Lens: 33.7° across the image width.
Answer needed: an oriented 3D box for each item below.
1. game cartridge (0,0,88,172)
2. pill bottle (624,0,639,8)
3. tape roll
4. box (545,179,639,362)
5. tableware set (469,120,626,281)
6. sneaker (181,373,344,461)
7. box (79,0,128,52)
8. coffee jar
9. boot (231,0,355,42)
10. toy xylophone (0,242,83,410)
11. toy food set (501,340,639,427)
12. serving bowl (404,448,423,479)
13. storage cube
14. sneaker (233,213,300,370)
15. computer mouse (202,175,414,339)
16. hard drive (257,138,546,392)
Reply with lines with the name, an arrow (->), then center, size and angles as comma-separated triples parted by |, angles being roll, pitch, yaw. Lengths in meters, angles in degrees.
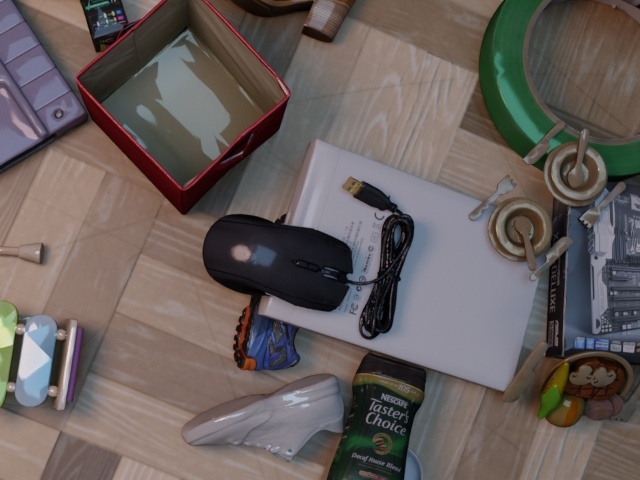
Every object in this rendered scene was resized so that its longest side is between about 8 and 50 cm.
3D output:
game cartridge -> -0.512, -0.162, 1.359 | 0.355, 0.068, 0.230 | -34, 92, -10
pill bottle -> 0.418, -0.376, 1.392 | 0.219, 0.123, 0.122 | 24, 80, -4
tape roll -> 0.384, -0.241, 1.470 | 0.321, 0.077, 0.321 | 1, 83, -7
box -> 0.469, 0.052, 1.441 | 0.307, 0.076, 0.242 | 6, 82, -6
tableware set -> 0.301, -0.052, 1.377 | 0.128, 0.039, 0.194 | 45, 81, 0
sneaker -> -0.068, 0.244, 1.355 | 0.212, 0.080, 0.094 | -15, 96, -10
box -> -0.287, -0.302, 1.401 | 0.052, 0.062, 0.083 | -18, 85, -10
coffee jar -> 0.074, 0.240, 1.350 | 0.096, 0.079, 0.184 | 16, 67, -1
boot -> -0.040, -0.374, 1.439 | 0.197, 0.073, 0.152 | 23, 81, -16
toy xylophone -> -0.457, 0.109, 1.316 | 0.323, 0.081, 0.236 | -1, 82, -8
toy food set -> 0.347, 0.197, 1.377 | 0.192, 0.132, 0.038 | 11, 38, -15
serving bowl -> 0.091, 0.308, 1.381 | 0.083, 0.027, 0.083 | 1, 67, -2
storage cube -> -0.171, -0.172, 1.333 | 0.184, 0.193, 0.215 | -44, 89, -10
sneaker -> -0.050, 0.067, 1.383 | 0.087, 0.083, 0.221 | 16, 83, -21
computer mouse -> 0.000, 0.000, 1.280 | 0.262, 0.060, 0.184 | 21, 81, -17
hard drive -> 0.117, 0.037, 1.376 | 0.353, 0.047, 0.233 | 19, 81, -17
